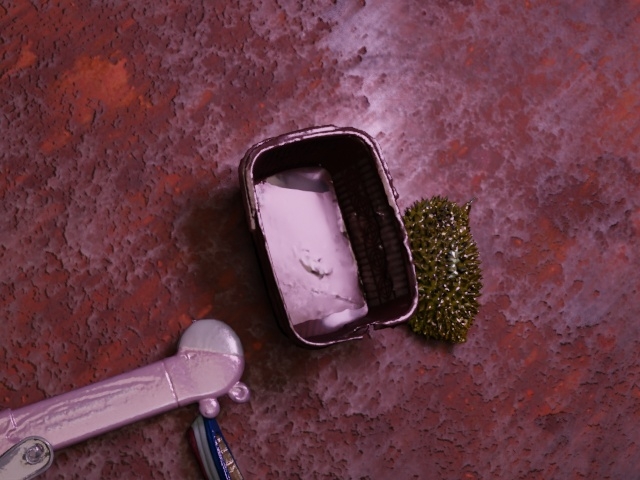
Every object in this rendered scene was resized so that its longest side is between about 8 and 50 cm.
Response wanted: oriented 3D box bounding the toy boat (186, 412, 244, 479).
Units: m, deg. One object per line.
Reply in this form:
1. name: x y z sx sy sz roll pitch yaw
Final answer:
1. toy boat: -0.119 0.331 1.662 0.046 0.080 0.229 -29 79 8

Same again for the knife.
1. knife: -0.284 0.216 1.647 0.398 0.038 0.132 -18 75 -16

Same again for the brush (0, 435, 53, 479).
1. brush: -0.460 0.336 1.539 0.297 0.060 0.068 -35 93 -9

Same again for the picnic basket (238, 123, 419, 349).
1. picnic basket: 0.000 0.000 1.730 0.222 0.129 0.297 -14 84 -20

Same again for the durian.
1. durian: 0.169 0.030 1.793 0.137 0.095 0.221 8 71 -15
